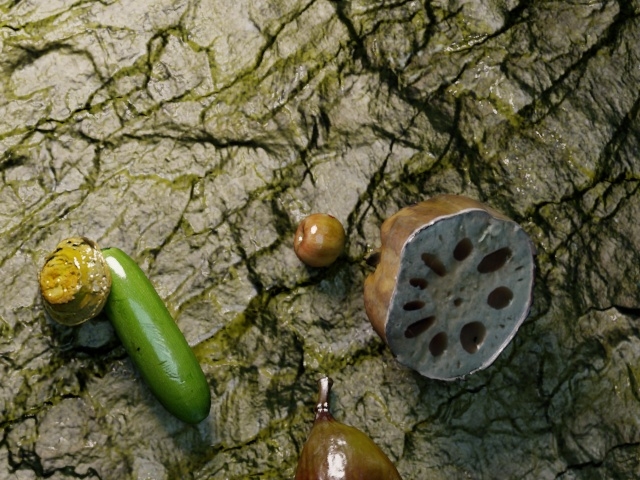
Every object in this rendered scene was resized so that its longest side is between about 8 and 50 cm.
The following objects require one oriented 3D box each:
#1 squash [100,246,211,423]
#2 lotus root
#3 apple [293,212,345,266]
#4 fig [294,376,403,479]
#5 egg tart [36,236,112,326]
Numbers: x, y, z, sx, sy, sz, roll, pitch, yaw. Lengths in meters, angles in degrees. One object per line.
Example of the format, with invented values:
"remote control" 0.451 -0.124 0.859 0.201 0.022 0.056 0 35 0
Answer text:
"squash" -0.245 0.134 1.668 0.082 0.082 0.292 -30 87 -18
"lotus root" 0.168 0.054 1.727 0.272 0.192 0.272 -12 116 -27
"apple" 0.000 0.000 1.759 0.071 0.084 0.084 18 75 -19
"fig" 0.032 0.324 1.681 0.170 0.145 0.274 3 60 -32
"egg tart" -0.356 0.057 1.643 0.130 0.052 0.130 -2 85 29
